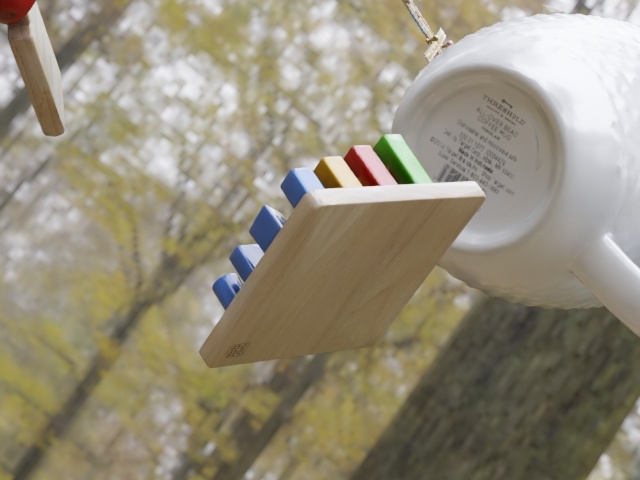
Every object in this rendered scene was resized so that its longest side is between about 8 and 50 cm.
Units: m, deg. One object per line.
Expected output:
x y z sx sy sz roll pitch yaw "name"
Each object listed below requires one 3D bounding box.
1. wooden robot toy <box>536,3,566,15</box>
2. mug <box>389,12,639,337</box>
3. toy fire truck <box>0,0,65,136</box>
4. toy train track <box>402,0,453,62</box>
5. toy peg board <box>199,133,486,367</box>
0.243 -0.168 1.911 0.079 0.173 0.076 20 -27 18 "wooden robot toy"
0.241 -0.038 1.607 0.374 0.276 0.328 50 24 19 "mug"
-0.210 -0.084 0.947 0.246 0.217 0.158 16 -18 -38 "toy fire truck"
0.104 -0.202 1.684 0.014 0.048 0.083 -18 -61 38 "toy train track"
0.000 0.000 1.214 0.079 0.161 0.161 56 -50 28 "toy peg board"
